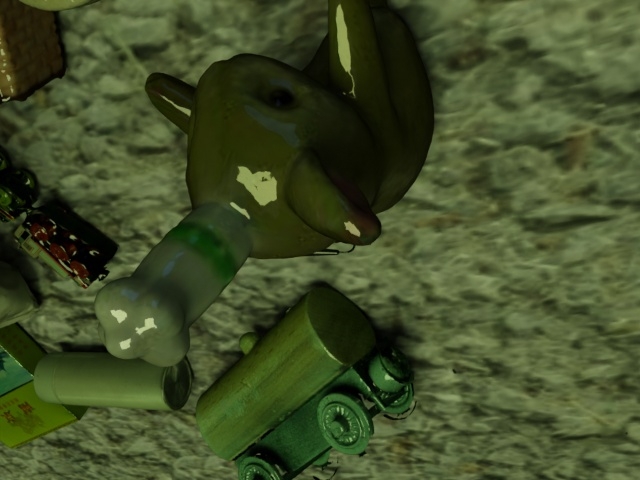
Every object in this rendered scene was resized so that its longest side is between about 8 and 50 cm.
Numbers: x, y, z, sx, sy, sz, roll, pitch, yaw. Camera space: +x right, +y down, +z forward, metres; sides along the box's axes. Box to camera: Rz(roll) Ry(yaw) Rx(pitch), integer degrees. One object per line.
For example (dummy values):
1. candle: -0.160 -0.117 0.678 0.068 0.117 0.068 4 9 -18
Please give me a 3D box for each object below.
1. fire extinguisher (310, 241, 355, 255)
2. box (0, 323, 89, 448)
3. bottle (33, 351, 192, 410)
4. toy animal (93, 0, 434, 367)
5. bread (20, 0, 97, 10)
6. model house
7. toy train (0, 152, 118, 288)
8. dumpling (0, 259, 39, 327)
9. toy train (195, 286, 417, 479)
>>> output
1. fire extinguisher: -0.001 -0.002 0.696 0.100 0.046 0.032 11 138 13
2. box: -0.499 0.153 0.968 0.187 0.047 0.335 -27 111 30
3. bottle: -0.273 0.183 0.894 0.201 0.072 0.072 -2 122 20
4. toy animal: -0.024 -0.075 0.480 0.181 0.363 0.181 -26 97 27
5. bread: -0.184 -0.265 0.526 0.133 0.141 0.148 24 125 6
6. model house: -0.343 -0.209 0.589 0.166 0.183 0.172 15 128 7
7. toy train: -0.348 -0.036 0.789 0.249 0.053 0.085 43 133 -12
8. dumpling: -0.445 0.075 0.835 0.150 0.176 0.093 -32 84 9
9. toy train: -0.022 0.185 0.802 0.307 0.126 0.190 -46 68 36
